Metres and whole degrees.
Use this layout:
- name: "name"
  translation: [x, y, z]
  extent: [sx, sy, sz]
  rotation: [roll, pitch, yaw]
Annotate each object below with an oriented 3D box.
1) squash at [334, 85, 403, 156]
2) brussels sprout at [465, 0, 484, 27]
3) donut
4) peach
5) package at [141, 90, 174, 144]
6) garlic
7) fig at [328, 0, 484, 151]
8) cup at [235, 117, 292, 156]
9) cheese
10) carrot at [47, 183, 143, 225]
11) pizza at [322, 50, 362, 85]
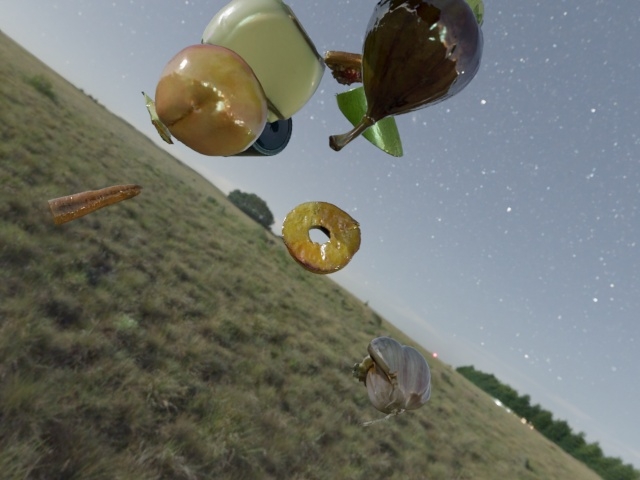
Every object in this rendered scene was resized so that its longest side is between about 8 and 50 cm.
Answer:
- name: "squash"
  translation: [0.167, -0.422, 1.723]
  extent: [0.203, 0.111, 0.289]
  rotation: [-9, -75, 32]
- name: "brussels sprout"
  translation: [0.463, -0.753, 1.643]
  extent: [0.210, 0.271, 0.219]
  rotation: [42, 11, 15]
- name: "donut"
  translation: [0.001, -0.001, 1.096]
  extent: [0.190, 0.174, 0.075]
  rotation: [27, -23, 13]
- name: "peach"
  translation: [-0.173, -0.222, 0.747]
  extent: [0.184, 0.184, 0.184]
  rotation: [36, -4, 3]
- name: "package"
  translation: [-0.442, -0.331, 1.268]
  extent: [0.108, 0.031, 0.121]
  rotation: [72, -8, -66]
- name: "garlic"
  translation: [0.147, 0.366, 1.170]
  extent: [0.207, 0.256, 0.207]
  rotation: [36, -35, 31]
- name: "fig"
  translation: [0.128, -0.285, 0.832]
  extent: [0.217, 0.321, 0.217]
  rotation: [38, 17, -14]
- name: "cup"
  translation: [-0.266, -0.461, 1.764]
  extent: [0.292, 0.308, 0.242]
  rotation: [14, -16, 44]
- name: "cheese"
  translation: [-0.122, -0.393, 1.017]
  extent: [0.266, 0.233, 0.127]
  rotation: [44, 9, -37]
- name: "carrot"
  translation: [-0.525, -0.096, 1.105]
  extent: [0.061, 0.209, 0.061]
  rotation: [41, -37, 41]
- name: "pizza"
  translation: [0.083, -0.478, 1.337]
  extent: [0.188, 0.062, 0.199]
  rotation: [10, 1, -9]
